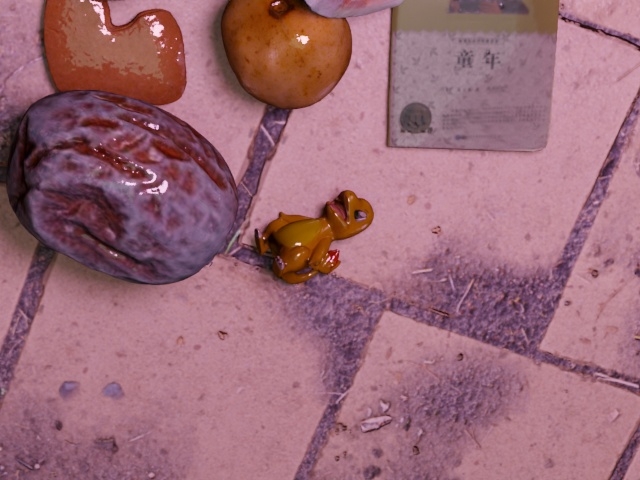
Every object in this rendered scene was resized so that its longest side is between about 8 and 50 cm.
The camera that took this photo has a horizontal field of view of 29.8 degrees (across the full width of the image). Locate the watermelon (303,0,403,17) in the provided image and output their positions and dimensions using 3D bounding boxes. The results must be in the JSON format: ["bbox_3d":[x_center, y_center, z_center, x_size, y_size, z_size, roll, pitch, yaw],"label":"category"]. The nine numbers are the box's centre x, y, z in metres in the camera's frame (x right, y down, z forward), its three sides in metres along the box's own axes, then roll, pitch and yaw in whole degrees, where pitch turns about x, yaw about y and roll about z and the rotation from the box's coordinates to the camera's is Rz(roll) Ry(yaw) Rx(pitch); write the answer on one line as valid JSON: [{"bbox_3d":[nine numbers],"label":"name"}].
[{"bbox_3d":[0.071,-0.409,1.548,0.176,0.260,0.256,1,93,29],"label":"watermelon"}]

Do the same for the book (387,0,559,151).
[{"bbox_3d":[0.217,-0.295,1.701,0.239,0.035,0.352,0,109,-3],"label":"book"}]

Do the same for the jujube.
[{"bbox_3d":[-0.274,-0.078,1.626,0.308,0.215,0.246,35,130,-23],"label":"jujube"}]

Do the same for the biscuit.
[{"bbox_3d":[-0.281,-0.275,1.651,0.192,0.036,0.186,-2,108,-7],"label":"biscuit"}]

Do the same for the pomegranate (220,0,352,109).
[{"bbox_3d":[-0.042,-0.267,1.615,0.196,0.196,0.196,-2,109,-6],"label":"pomegranate"}]

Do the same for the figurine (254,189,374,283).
[{"bbox_3d":[0.003,0.001,1.760,0.176,0.121,0.122,-32,138,-5],"label":"figurine"}]
